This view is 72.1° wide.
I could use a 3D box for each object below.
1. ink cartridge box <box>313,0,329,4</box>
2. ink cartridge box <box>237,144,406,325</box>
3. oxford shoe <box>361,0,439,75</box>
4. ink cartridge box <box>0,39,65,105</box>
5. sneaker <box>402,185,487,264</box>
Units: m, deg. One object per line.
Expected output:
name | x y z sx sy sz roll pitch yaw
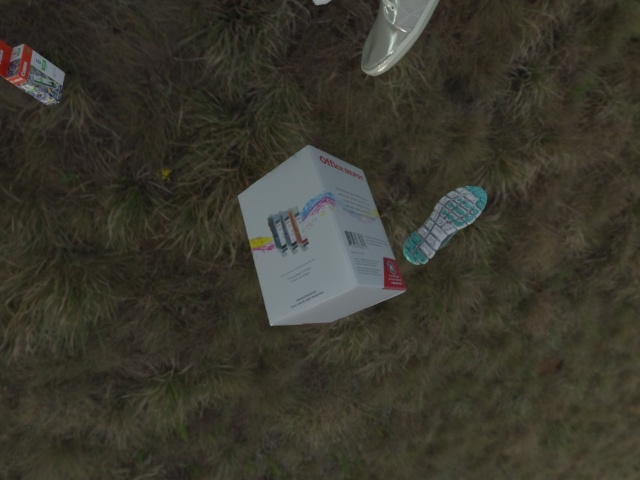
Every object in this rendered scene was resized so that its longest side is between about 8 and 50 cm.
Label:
ink cartridge box | 0.010 -0.318 0.197 0.223 0.129 0.308 -27 120 18
ink cartridge box | 0.000 0.000 0.544 0.127 0.176 0.128 -28 157 29
oxford shoe | 0.176 -0.520 0.856 0.129 0.169 0.449 7 151 -22
ink cartridge box | -0.480 -0.280 0.718 0.029 0.063 0.115 -8 161 18
sneaker | 0.209 -0.029 0.749 0.166 0.065 0.076 -43 169 16
